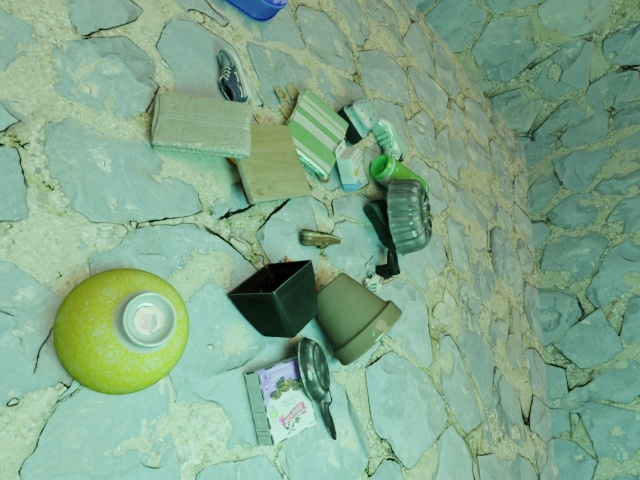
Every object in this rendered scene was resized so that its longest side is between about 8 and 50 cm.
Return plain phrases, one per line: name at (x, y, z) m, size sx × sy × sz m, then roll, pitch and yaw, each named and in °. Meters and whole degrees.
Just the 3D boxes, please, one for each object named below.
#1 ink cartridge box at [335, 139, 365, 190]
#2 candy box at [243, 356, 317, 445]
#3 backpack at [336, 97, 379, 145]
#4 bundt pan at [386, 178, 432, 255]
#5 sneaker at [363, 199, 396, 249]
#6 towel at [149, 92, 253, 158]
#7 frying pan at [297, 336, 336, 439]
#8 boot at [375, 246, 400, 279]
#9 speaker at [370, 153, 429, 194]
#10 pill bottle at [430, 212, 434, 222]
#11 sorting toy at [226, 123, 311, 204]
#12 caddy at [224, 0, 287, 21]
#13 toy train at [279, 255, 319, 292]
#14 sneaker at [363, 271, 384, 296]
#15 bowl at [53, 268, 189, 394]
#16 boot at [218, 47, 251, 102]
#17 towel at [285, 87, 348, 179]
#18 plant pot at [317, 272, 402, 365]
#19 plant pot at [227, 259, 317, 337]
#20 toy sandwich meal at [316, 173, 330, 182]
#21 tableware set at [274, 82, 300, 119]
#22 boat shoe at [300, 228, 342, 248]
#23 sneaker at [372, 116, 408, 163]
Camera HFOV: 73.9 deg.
ink cartridge box at (0.119, -0.299, 1.691) m, size 0.104 × 0.061 × 0.181 m, roll -58°, pitch 142°, yaw -43°
candy box at (-0.110, 0.443, 1.189) m, size 0.165 × 0.070 × 0.196 m, roll -4°, pitch 76°, yaw -47°
backpack at (0.169, -0.528, 1.837) m, size 0.166 × 0.144 × 0.188 m, roll 52°, pitch 42°, yaw -9°
bundt pan at (0.382, -0.104, 1.763) m, size 0.331 × 0.124 × 0.331 m, roll 24°, pitch 63°, yaw -61°
sneaker at (0.283, -0.074, 1.794) m, size 0.130 × 0.087 × 0.227 m, roll -32°, pitch 91°, yaw -41°
towel at (-0.340, -0.330, 1.235) m, size 0.282 × 0.049 × 0.187 m, roll 5°, pitch 67°, yaw -14°
frying pan at (0.000, 0.443, 1.257) m, size 0.197 × 0.053 × 0.326 m, roll 27°, pitch 45°, yaw -72°
boot at (0.261, 0.098, 1.689) m, size 0.045 × 0.099 × 0.121 m, roll 4°, pitch 69°, yaw -43°
speaker at (0.363, -0.275, 1.933) m, size 0.296 × 0.131 × 0.131 m, roll 25°, pitch 56°, yaw -36°
pill bottle at (0.489, -0.127, 2.040) m, size 0.116 × 0.065 × 0.065 m, roll 36°, pitch 51°, yaw -28°
sorting toy at (-0.183, -0.243, 1.398) m, size 0.257 × 0.089 × 0.255 m, roll -15°, pitch 83°, yaw -47°
caddy at (-0.264, -0.980, 1.577) m, size 0.341 × 0.179 × 0.241 m, roll 18°, pitch 85°, yaw -39°
toy train at (-0.059, 0.120, 1.397) m, size 0.166 × 0.046 × 0.125 m, roll 23°, pitch 58°, yaw -37°
sneaker at (0.187, 0.187, 1.619) m, size 0.075 × 0.057 × 0.161 m, roll 33°, pitch 51°, yaw -9°
bowl at (-0.406, 0.186, 0.941) m, size 0.289 × 0.156 × 0.289 m, roll 19°, pitch 61°, yaw -38°
boot at (-0.305, -0.551, 1.423) m, size 0.086 × 0.069 × 0.190 m, roll -35°, pitch 100°, yaw -50°
towel at (-0.021, -0.415, 1.637) m, size 0.248 × 0.038 × 0.325 m, roll 35°, pitch 52°, yaw -23°
plant pot at (0.095, 0.232, 1.384) m, size 0.229 × 0.263 × 0.263 m, roll 49°, pitch 43°, yaw 7°
plant pot at (-0.114, 0.176, 1.230) m, size 0.187 × 0.188 × 0.167 m, roll -40°, pitch 113°, yaw -47°
toy sandwich meal at (0.014, -0.260, 1.646) m, size 0.085 × 0.029 × 0.086 m, roll 20°, pitch 60°, yaw -38°
tableware set at (-0.110, -0.538, 1.649) m, size 0.168 × 0.020 × 0.141 m, roll -36°, pitch 100°, yaw -47°
boat shoe at (0.000, 0.000, 1.506) m, size 0.178 × 0.064 × 0.060 m, roll 8°, pitch 98°, yaw -41°
sneaker at (0.308, -0.450, 1.978) m, size 0.256 × 0.094 × 0.151 m, roll 40°, pitch 52°, yaw -25°
